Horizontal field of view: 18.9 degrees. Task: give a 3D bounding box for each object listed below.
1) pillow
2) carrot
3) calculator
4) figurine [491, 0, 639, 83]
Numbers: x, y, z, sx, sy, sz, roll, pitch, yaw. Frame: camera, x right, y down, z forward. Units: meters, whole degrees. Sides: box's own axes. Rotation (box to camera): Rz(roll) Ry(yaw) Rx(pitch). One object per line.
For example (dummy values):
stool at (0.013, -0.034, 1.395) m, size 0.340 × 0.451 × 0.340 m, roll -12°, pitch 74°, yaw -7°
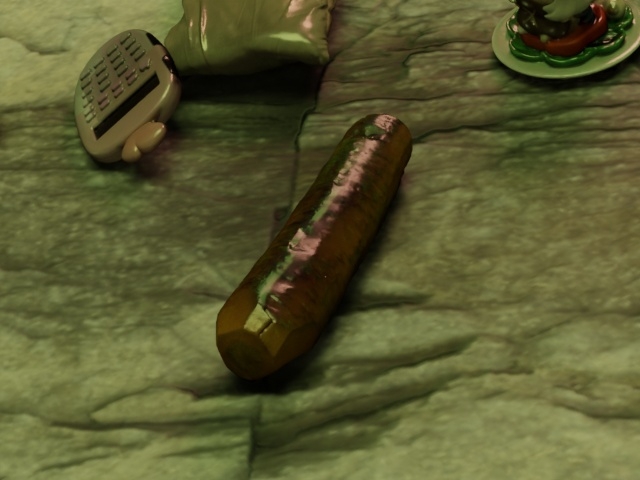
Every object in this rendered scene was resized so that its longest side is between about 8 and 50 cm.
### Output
pillow at (-0.063, -0.222, 1.694) m, size 0.173 × 0.067 × 0.270 m, roll -10°, pitch 39°, yaw 16°
carrot at (0.000, 0.000, 1.407) m, size 0.070 × 0.070 × 0.260 m, roll 6°, pitch 42°, yaw 24°
calculator at (-0.161, -0.118, 1.603) m, size 0.103 × 0.024 × 0.166 m, roll -40°, pitch 40°, yaw 12°
figurine at (0.193, -0.222, 1.541) m, size 0.132 × 0.153 × 0.132 m, roll -9°, pitch 39°, yaw 7°
